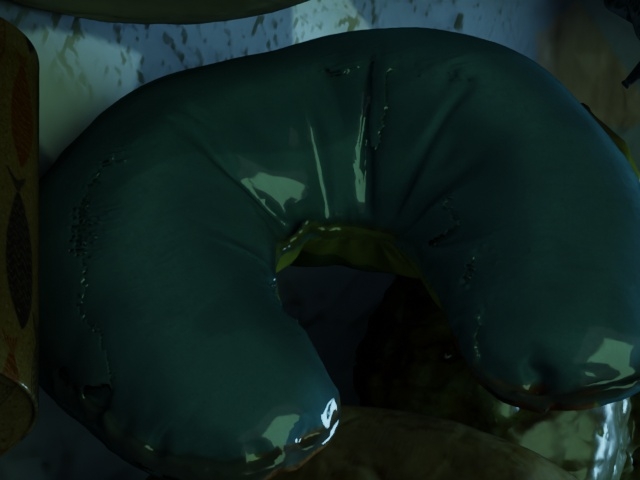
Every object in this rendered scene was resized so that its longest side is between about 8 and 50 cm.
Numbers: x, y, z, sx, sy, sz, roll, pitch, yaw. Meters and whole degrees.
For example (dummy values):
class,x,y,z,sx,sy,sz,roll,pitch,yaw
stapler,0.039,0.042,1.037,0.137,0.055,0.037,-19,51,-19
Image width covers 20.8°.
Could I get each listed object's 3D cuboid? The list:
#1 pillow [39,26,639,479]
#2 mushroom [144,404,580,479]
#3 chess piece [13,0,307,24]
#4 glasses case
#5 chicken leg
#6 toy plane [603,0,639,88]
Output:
class,x,y,z,sx,sy,sz,roll,pitch,yaw
pillow,0.000,0.000,0.639,0.233,0.214,0.086,-12,130,-9
mushroom,0.016,0.195,0.633,0.146,0.278,0.278,-29,108,-70
chess piece,-0.068,-0.246,0.656,0.167,0.167,0.300,7,75,-41
glasses case,-0.123,-0.012,0.594,0.064,0.041,0.170,33,34,-35
chicken leg,0.124,0.028,0.814,0.361,0.140,0.211,-42,132,-48
toy plane,0.163,-0.137,0.875,0.160,0.082,0.234,26,51,-22
